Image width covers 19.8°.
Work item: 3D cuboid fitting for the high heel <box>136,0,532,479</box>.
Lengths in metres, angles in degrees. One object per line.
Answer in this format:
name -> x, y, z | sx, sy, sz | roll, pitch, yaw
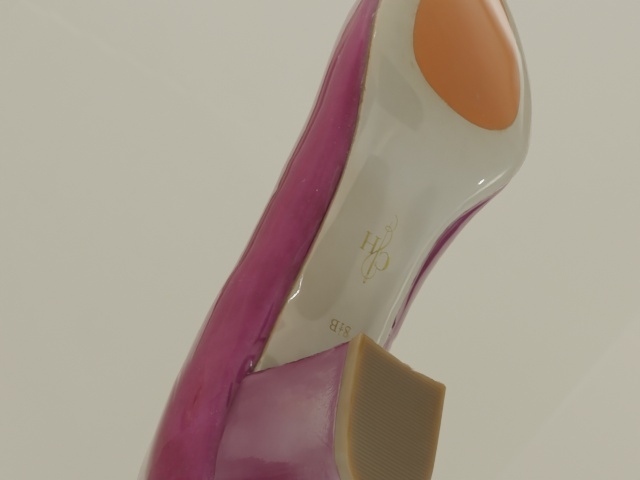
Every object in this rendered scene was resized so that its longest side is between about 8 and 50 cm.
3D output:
high heel -> 0.000, 0.000, 0.609 | 0.082, 0.117, 0.244 | 33, 51, -33
